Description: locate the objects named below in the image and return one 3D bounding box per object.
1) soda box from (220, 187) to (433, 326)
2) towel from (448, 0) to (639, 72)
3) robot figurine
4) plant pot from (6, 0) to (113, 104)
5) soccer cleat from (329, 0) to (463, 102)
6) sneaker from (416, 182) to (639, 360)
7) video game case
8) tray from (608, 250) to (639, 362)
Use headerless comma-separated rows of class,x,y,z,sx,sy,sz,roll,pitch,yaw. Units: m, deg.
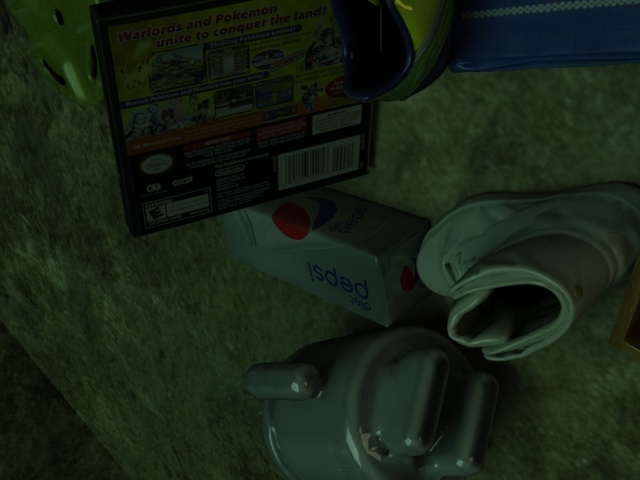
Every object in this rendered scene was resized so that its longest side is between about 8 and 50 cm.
soda box,0.000,0.000,1.039,0.286,0.091,0.098,21,133,42
towel,0.149,-0.289,0.641,0.243,0.040,0.336,10,126,48
robot figurine,0.056,0.213,1.046,0.299,0.200,0.353,30,155,-21
plant pot,-0.170,-0.267,0.882,0.276,0.254,0.276,33,140,33
soccer cleat,0.056,-0.240,0.661,0.093,0.121,0.289,26,134,37
sneaker,0.150,0.032,0.799,0.108,0.169,0.292,59,149,-8
video game case,-0.072,-0.139,0.852,0.248,0.274,0.035,92,154,-42
tray,0.346,-0.031,0.572,0.202,0.076,0.411,34,142,31
